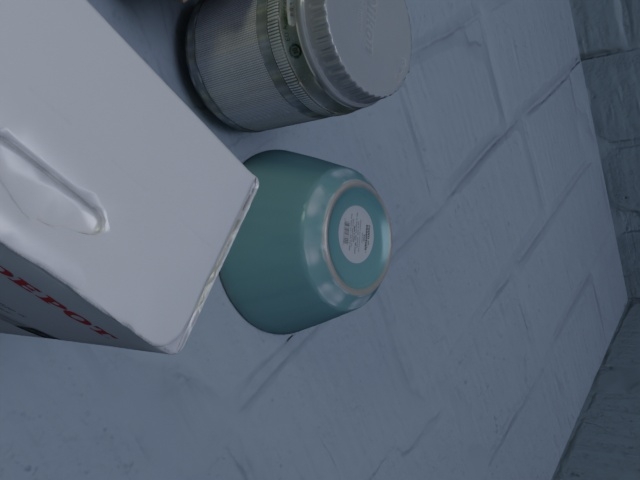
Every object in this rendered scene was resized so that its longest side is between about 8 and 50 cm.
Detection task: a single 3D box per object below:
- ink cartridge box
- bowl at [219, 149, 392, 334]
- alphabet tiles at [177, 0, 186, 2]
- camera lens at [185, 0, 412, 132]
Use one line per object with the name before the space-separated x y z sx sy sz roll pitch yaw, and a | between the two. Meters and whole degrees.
ink cartridge box | -0.292 -0.053 0.523 0.285 0.395 0.166 46 55 -39
bowl | 0.000 0.000 1.053 0.311 0.163 0.311 3 87 -49
alphabet tiles | -0.143 -0.383 0.879 0.237 0.198 0.009 -46 146 -31
camera lens | -0.038 -0.277 0.933 0.219 0.274 0.219 4 85 -50
